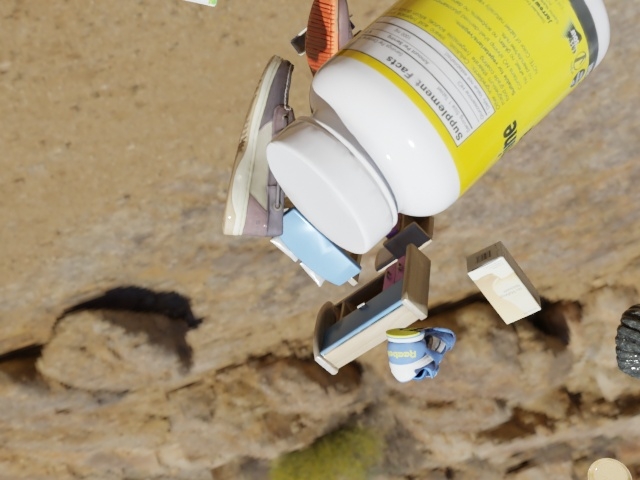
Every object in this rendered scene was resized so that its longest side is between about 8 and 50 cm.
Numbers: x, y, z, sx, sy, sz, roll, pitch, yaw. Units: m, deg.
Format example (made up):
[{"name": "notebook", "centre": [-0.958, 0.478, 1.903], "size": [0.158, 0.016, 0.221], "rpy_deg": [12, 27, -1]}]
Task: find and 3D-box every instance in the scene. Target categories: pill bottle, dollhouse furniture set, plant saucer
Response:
[{"name": "pill bottle", "centre": [0.113, -0.147, 1.019], "size": [0.334, 0.188, 0.188], "rpy_deg": [-42, 173, -14]}, {"name": "dollhouse furniture set", "centre": [0.016, -0.351, 1.780], "size": [0.114, 0.091, 0.081], "rpy_deg": [-38, -166, 0]}, {"name": "plant saucer", "centre": [0.556, 0.455, 1.969], "size": [0.083, 0.083, 0.015], "rpy_deg": [-29, 176, 29]}, {"name": "dollhouse furniture set", "centre": [0.000, 0.000, 1.599], "size": [0.198, 0.303, 0.286], "rpy_deg": [-35, -155, 30]}]

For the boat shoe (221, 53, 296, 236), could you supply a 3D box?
[{"name": "boat shoe", "centre": [-0.066, -0.126, 1.404], "size": [0.092, 0.285, 0.103], "rpy_deg": [15, 149, -7]}]

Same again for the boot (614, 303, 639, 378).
[{"name": "boot", "centre": [0.618, 0.228, 1.560], "size": [0.260, 0.348, 0.131], "rpy_deg": [4, -133, 43]}]

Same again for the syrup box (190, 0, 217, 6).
[{"name": "syrup box", "centre": [-0.186, -0.464, 1.456], "size": [0.093, 0.236, 0.096], "rpy_deg": [2, -163, -42]}]

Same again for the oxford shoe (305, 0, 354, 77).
[{"name": "oxford shoe", "centre": [0.040, -0.282, 1.662], "size": [0.098, 0.271, 0.097], "rpy_deg": [-15, -152, -22]}]

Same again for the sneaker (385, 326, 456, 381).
[{"name": "sneaker", "centre": [0.113, 0.127, 1.162], "size": [0.053, 0.059, 0.144], "rpy_deg": [-5, 176, 29]}]

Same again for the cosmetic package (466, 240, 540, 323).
[{"name": "cosmetic package", "centre": [0.264, 0.062, 1.479], "size": [0.060, 0.115, 0.041], "rpy_deg": [-29, -151, 24]}]
